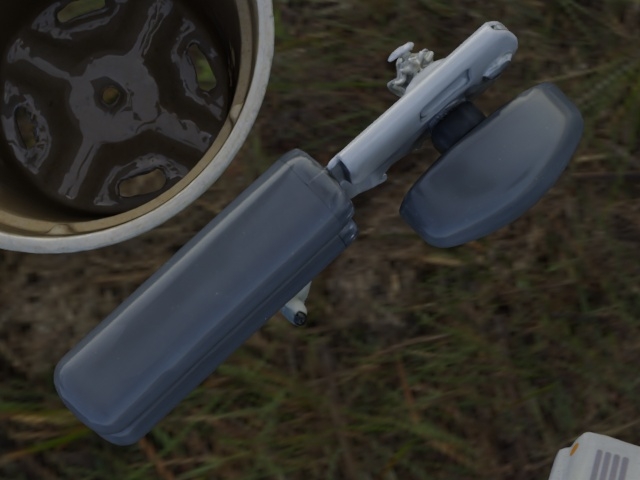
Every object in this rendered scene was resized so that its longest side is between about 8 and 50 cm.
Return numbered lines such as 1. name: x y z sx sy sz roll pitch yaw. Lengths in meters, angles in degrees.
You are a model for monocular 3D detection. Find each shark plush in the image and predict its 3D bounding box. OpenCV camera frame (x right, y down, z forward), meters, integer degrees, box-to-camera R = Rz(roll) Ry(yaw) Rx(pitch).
1. shark plush: -0.041 0.020 1.530 0.067 0.161 0.073 10 96 -3

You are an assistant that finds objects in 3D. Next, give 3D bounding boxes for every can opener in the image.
1. can opener: 0.000 0.000 0.892 0.280 0.074 0.093 -38 74 -6

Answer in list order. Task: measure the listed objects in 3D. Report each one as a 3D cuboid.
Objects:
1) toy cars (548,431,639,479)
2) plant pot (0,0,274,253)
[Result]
1. toy cars: 0.281 0.245 1.077 0.393 0.176 0.087 55 135 31
2. plant pot: -0.195 -0.140 1.557 0.334 0.305 0.333 0 84 2
